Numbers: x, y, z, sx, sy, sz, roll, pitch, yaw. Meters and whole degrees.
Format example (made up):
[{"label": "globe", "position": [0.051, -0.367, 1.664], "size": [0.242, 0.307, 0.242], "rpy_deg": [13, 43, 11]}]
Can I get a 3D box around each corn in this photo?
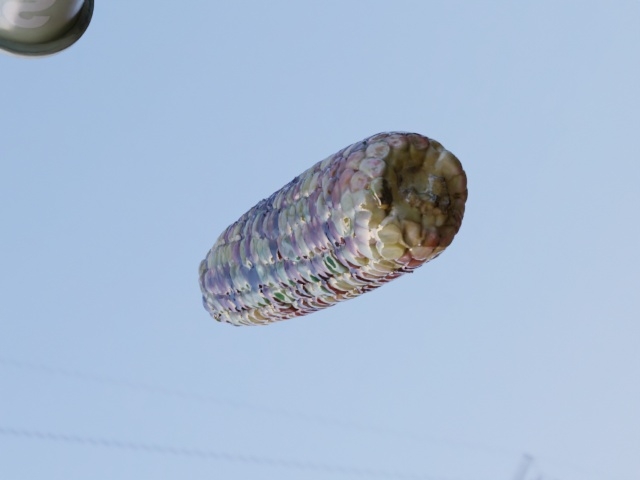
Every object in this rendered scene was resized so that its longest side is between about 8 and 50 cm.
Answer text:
[{"label": "corn", "position": [0.000, 0.000, 1.078], "size": [0.086, 0.086, 0.253], "rpy_deg": [-50, 11, -31]}]

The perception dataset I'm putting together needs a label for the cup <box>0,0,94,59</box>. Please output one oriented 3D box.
[{"label": "cup", "position": [-0.223, -0.221, 1.383], "size": [0.120, 0.120, 0.141], "rpy_deg": [-46, 0, -37]}]
